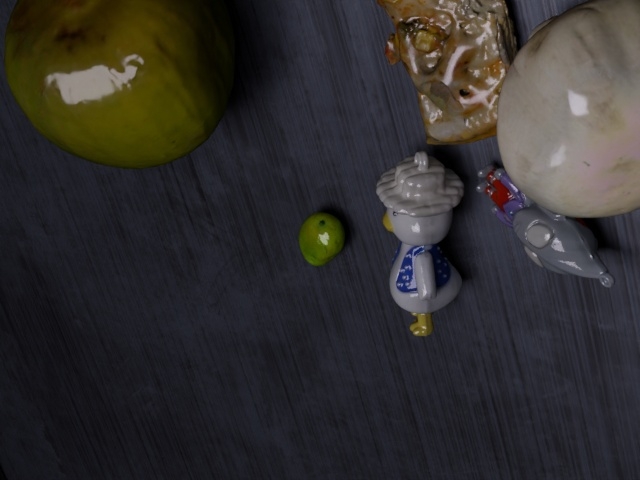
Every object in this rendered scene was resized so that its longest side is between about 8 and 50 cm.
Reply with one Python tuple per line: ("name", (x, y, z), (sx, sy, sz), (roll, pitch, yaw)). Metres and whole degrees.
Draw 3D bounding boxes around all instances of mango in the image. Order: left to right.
("mango", (0.000, 0.000, 1.912), (0.073, 0.056, 0.108), (46, 144, 17))

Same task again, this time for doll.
("doll", (0.137, 0.002, 1.732), (0.119, 0.138, 0.293), (-3, 129, 0))
("doll", (0.287, -0.015, 1.606), (0.227, 0.075, 0.102), (45, 159, 26))

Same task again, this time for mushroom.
("mushroom", (0.307, -0.161, 1.390), (0.260, 0.234, 0.254), (-31, 133, 15))

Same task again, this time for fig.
("fig", (-0.269, -0.247, 1.795), (0.343, 0.343, 0.343), (26, 135, 29))

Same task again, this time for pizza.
("pizza", (0.149, -0.251, 1.558), (0.189, 0.071, 0.297), (1, 119, 45))
